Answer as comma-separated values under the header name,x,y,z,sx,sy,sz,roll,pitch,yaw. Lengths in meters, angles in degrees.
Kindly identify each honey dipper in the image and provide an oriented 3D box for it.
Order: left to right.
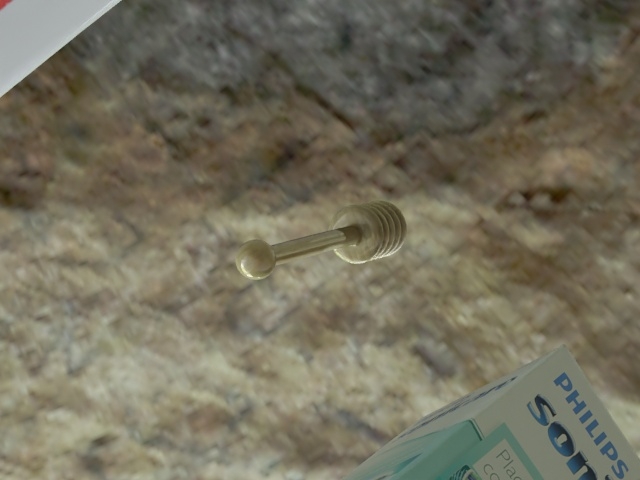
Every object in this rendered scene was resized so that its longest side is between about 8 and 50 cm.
name,x,y,z,sx,sy,sz,roll,pitch,yaw
honey dipper,0.000,0.000,0.860,0.030,0.030,0.161,-61,-18,16

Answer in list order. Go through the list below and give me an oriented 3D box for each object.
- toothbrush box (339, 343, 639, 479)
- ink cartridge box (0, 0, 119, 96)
name,x,y,z,sx,sy,sz,roll,pitch,yaw
toothbrush box,0.053,0.217,0.814,0.295,0.126,0.216,-31,-92,-43
ink cartridge box,-0.141,-0.194,0.556,0.198,0.114,0.273,-37,-62,8
